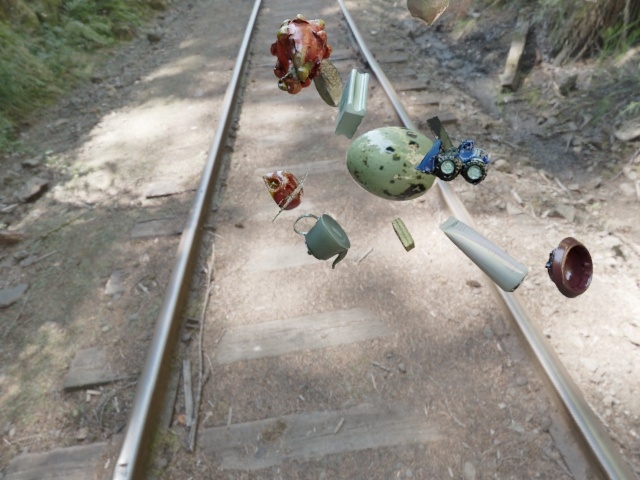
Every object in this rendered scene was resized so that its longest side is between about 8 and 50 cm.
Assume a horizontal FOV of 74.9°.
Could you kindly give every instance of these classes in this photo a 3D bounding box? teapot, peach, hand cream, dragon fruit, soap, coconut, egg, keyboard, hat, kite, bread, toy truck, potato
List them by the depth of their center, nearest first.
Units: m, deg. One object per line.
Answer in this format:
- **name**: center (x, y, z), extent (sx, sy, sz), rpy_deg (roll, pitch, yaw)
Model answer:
- **coconut**: center (0.273, -0.611, 1.057), extent (0.110, 0.124, 0.110), rpy_deg (-9, 38, 7)
- **bread**: center (0.247, -0.016, 1.244), extent (0.035, 0.094, 0.090), rpy_deg (-30, 73, 7)
- **toy truck**: center (0.392, -0.240, 1.246), extent (0.208, 0.126, 0.113), rpy_deg (8, 14, 15)
- **kite**: center (-0.093, -0.134, 1.249), extent (0.198, 0.006, 0.244), rpy_deg (-56, 14, -10)
- **hat**: center (0.789, 0.086, 1.343), extent (0.206, 0.205, 0.089), rpy_deg (-29, 13, -26)
- **teapot**: center (0.000, 0.000, 1.556), extent (0.149, 0.239, 0.162), rpy_deg (-39, 16, 22)
- **hand cream**: center (0.611, 0.044, 1.586), extent (0.359, 0.118, 0.185), rpy_deg (42, 36, 13)
- **egg**: center (0.284, -0.300, 1.628), extent (0.380, 0.287, 0.287), rpy_deg (17, 38, -9)
- **keyboard**: center (0.478, -0.392, 1.630), extent (0.074, 0.196, 0.015), rpy_deg (-29, 1, -36)
- **dragon fruit**: center (-0.077, -0.726, 1.647), extent (0.228, 0.307, 0.243), rpy_deg (1, 9, 26)
- **soap**: center (0.144, -0.625, 1.910), extent (0.095, 0.172, 0.289), rpy_deg (17, 54, -12)
- **peach**: center (-0.160, -0.227, 2.061), extent (0.159, 0.267, 0.153), rpy_deg (-21, 62, 3)
- **potato**: center (0.031, -0.827, 2.162), extent (0.120, 0.261, 0.100), rpy_deg (-43, 31, -22)

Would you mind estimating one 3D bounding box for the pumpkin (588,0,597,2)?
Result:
- **pumpkin**: center (0.610, -0.699, 0.907), extent (0.197, 0.293, 0.263), rpy_deg (27, 53, 7)
